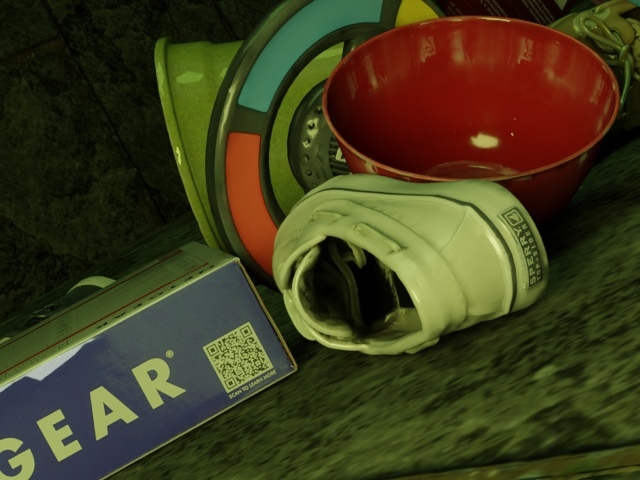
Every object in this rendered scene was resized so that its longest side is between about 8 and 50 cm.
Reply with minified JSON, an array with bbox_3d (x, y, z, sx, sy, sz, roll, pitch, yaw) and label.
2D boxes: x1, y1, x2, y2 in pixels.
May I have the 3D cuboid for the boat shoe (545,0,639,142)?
[{"bbox_3d":[0.258,-0.152,1.064,0.285,0.104,0.089,-31,5,-36],"label":"boat shoe"}]

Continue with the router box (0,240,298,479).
[{"bbox_3d":[-0.201,0.118,0.940,0.335,0.082,0.301,-29,7,-8],"label":"router box"}]

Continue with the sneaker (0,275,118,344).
[{"bbox_3d":[-0.241,0.098,1.240,0.163,0.086,0.226,-29,7,-32],"label":"sneaker"}]

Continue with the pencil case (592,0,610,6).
[{"bbox_3d":[0.399,-0.370,1.263,0.386,0.167,0.160,-35,-21,-5],"label":"pencil case"}]

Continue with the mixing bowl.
[{"bbox_3d":[0.095,-0.056,0.862,0.181,0.098,0.181,-3,41,3],"label":"mixing bowl"}]

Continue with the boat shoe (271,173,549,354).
[{"bbox_3d":[0.021,0.022,0.764,0.088,0.096,0.267,-26,13,-23],"label":"boat shoe"}]

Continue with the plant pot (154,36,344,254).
[{"bbox_3d":[-0.024,-0.132,1.538,0.254,0.276,0.276,-16,8,5],"label":"plant pot"}]

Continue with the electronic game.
[{"bbox_3d":[0.019,-0.068,0.923,0.229,0.229,0.048,-31,35,-29],"label":"electronic game"}]

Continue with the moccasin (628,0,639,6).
[{"bbox_3d":[0.281,-0.220,0.967,0.137,0.117,0.342,-15,27,-25],"label":"moccasin"}]

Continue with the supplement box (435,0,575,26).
[{"bbox_3d":[0.101,-0.146,1.065,0.073,0.130,0.239,9,63,49],"label":"supplement box"}]

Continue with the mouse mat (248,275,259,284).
[{"bbox_3d":[0.000,0.000,1.375,0.152,0.007,0.189,-23,7,35],"label":"mouse mat"}]
